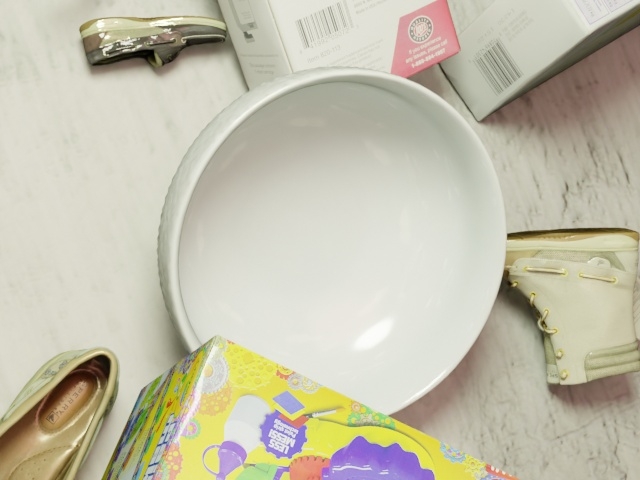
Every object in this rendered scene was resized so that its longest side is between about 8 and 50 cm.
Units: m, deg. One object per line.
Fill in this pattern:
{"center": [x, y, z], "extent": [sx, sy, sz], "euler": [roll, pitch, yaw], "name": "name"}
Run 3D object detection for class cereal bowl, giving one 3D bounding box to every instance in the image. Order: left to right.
{"center": [0.000, 0.000, 1.104], "extent": [0.339, 0.141, 0.339], "euler": [-6, 105, -22], "name": "cereal bowl"}

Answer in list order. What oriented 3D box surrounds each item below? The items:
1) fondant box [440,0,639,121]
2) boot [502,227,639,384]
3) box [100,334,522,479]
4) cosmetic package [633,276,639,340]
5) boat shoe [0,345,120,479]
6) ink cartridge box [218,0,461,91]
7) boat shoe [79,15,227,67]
{"center": [0.319, -0.279, 1.285], "extent": [0.330, 0.238, 0.096], "euler": [-32, 87, -26], "name": "fondant box"}
{"center": [0.234, 0.073, 1.234], "extent": [0.213, 0.077, 0.165], "euler": [-3, 96, 3], "name": "boot"}
{"center": [-0.029, 0.242, 0.977], "extent": [0.290, 0.279, 0.177], "euler": [27, 67, -12], "name": "box"}
{"center": [0.322, 0.056, 1.297], "extent": [0.115, 0.041, 0.060], "euler": [48, 65, -2], "name": "cosmetic package"}
{"center": [-0.271, 0.209, 0.998], "extent": [0.104, 0.089, 0.285], "euler": [33, 66, -10], "name": "boat shoe"}
{"center": [0.000, -0.287, 1.175], "extent": [0.207, 0.117, 0.283], "euler": [-28, 111, -25], "name": "ink cartridge box"}
{"center": [-0.168, -0.200, 1.182], "extent": [0.152, 0.056, 0.049], "euler": [-6, 87, -18], "name": "boat shoe"}
